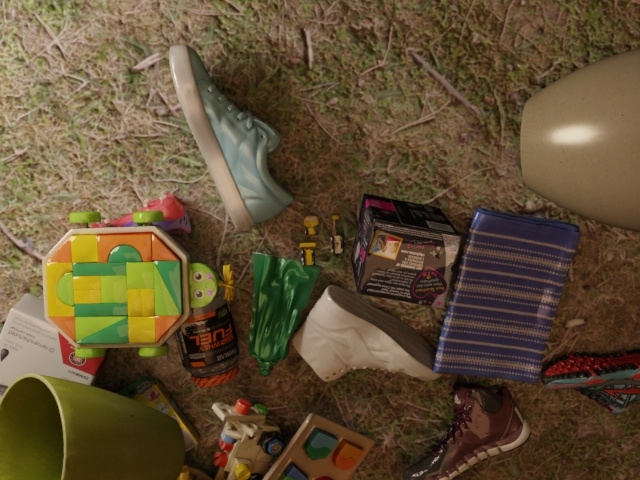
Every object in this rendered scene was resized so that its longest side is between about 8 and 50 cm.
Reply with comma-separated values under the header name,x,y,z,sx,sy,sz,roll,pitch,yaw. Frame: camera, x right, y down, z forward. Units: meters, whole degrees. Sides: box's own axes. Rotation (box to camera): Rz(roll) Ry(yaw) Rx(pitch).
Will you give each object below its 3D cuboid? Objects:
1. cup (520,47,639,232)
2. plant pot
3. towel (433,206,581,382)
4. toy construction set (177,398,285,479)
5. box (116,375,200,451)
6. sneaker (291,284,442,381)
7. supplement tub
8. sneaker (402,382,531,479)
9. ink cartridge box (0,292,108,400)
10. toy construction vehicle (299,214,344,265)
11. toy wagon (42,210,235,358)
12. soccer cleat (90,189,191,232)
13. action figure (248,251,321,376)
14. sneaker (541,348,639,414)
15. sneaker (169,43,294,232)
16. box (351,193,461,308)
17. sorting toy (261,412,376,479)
name,x,y,z,sx,sy,sz,roll,pitch,yaw
cup,0.492,-0.176,1.580,0.237,0.331,0.331,1,104,25
plant pot,-0.404,0.385,1.607,0.294,0.275,0.274,11,106,-45
towel,0.366,0.113,1.715,0.243,0.040,0.336,9,100,-21
toy construction set,-0.192,0.428,1.735,0.215,0.151,0.327,18,118,-28
box,-0.337,0.361,1.787,0.105,0.043,0.179,-31,104,5
sneaker,0.086,0.225,1.750,0.292,0.108,0.169,33,114,-12
supplement tub,-0.223,0.178,1.711,0.117,0.117,0.190,-13,103,1
sneaker,0.272,0.378,1.787,0.281,0.106,0.162,-25,97,-7
ink cartridge box,-0.547,0.272,1.724,0.197,0.114,0.272,24,101,-8
toy construction vehicle,0.000,0.000,1.708,0.086,0.035,0.098,-4,84,-11
toy wagon,-0.329,0.079,1.606,0.344,0.068,0.267,-1,94,4
soccer cleat,-0.369,-0.006,1.688,0.248,0.083,0.095,-27,106,2
action figure,-0.088,0.149,1.713,0.137,0.063,0.232,12,85,-2
sneaker,0.575,0.296,1.767,0.262,0.104,0.125,-3,105,-1
sneaker,-0.158,-0.204,1.632,0.150,0.135,0.366,-24,111,-4
box,0.150,0.017,1.619,0.163,0.247,0.142,11,104,-4
sorting toy,-0.002,0.453,1.764,0.208,0.038,0.193,30,97,-38
